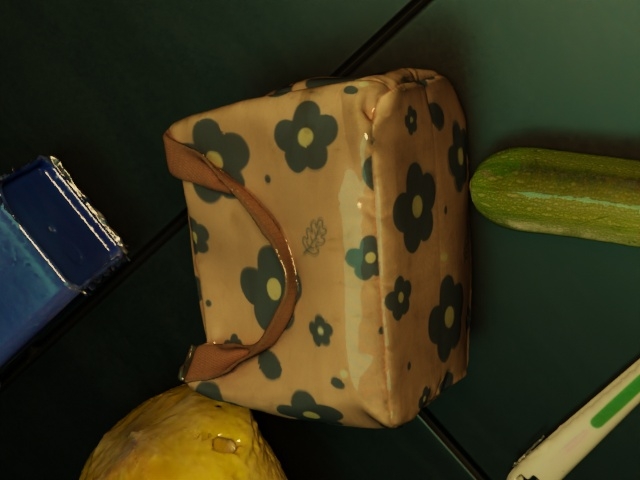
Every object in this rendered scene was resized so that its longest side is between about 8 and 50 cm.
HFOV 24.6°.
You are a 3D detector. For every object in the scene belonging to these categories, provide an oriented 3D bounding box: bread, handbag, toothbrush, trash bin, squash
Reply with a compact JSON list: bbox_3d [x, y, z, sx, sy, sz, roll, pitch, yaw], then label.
[{"bbox_3d":[-0.108,0.222,1.208,0.197,0.197,0.170,-26,113,25],"label":"bread"},{"bbox_3d":[0.000,0.000,1.084,0.193,0.190,0.252,1,102,25],"label":"handbag"},{"bbox_3d":[0.277,0.071,1.092,0.042,0.040,0.418,41,117,-1],"label":"toothbrush"},{"bbox_3d":[-0.297,0.039,1.216,0.234,0.162,0.184,-37,95,21],"label":"trash bin"},{"bbox_3d":[0.218,-0.027,1.054,0.228,0.066,0.066,11,113,22],"label":"squash"}]
